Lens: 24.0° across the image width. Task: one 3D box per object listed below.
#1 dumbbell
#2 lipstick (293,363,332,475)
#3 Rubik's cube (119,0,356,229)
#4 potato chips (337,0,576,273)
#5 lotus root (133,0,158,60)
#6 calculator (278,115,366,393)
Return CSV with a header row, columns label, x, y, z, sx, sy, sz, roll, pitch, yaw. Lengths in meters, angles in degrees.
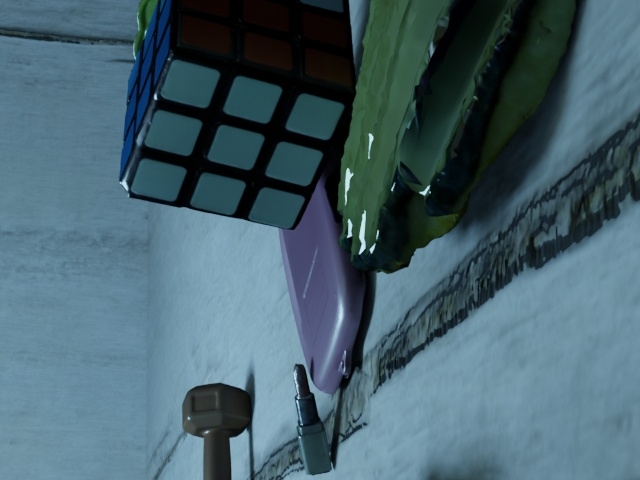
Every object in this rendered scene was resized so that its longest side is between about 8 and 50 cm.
label,x,y,z,sx,sy,sz,roll,pitch,yaw
dumbbell,-0.126,0.291,1.844,0.082,0.092,0.231,53,-149,-60
lipstick,-0.011,0.161,1.377,0.025,0.025,0.107,-117,16,-71
Rubik's cube,-0.071,-0.128,1.271,0.160,0.163,0.162,-93,20,-47
potato chips,0.073,-0.156,0.999,0.358,0.070,0.429,-97,15,-49
lotus root,-0.107,-0.255,1.714,0.186,0.186,0.186,-178,90,-79
calculator,-0.001,0.000,1.382,0.194,0.043,0.294,107,160,-49
